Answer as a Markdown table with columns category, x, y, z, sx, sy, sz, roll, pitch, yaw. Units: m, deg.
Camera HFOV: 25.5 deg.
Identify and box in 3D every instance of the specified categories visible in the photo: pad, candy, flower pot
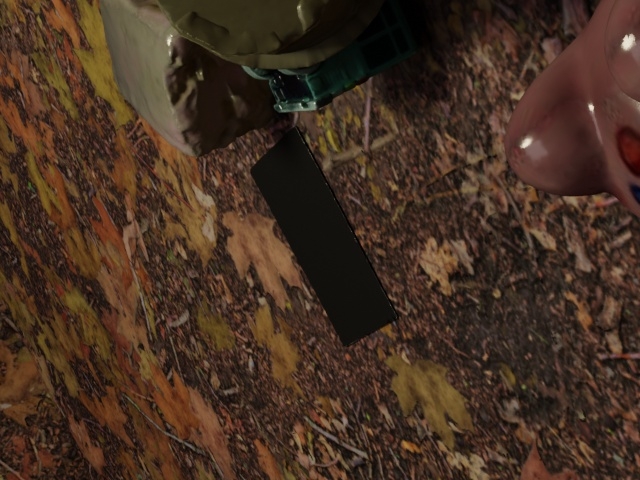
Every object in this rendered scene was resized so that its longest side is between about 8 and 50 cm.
| category | x | y | z | sx | sy | sz | roll | pitch | yaw |
| --- | --- | --- | --- | --- | --- | --- | --- | --- | --- |
| pad | 0.000 | 0.000 | 1.620 | 0.243 | 0.004 | 0.163 | 62 | 154 | 4 |
| candy | -0.145 | -0.214 | 1.545 | 0.195 | 0.137 | 0.185 | 42 | 147 | 42 |
| flower pot | -0.043 | -0.229 | 1.092 | 0.202 | 0.212 | 0.212 | -76 | -34 | -78 |

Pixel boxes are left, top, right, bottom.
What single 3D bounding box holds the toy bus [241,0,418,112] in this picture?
| category | x | y | z | sx | sy | sz | roll | pitch | yaw |
| --- | --- | --- | --- | --- | --- | --- | --- | --- | --- |
| toy bus | -0.026 | -0.255 | 1.271 | 0.256 | 0.147 | 0.128 | 65 | 164 | -12 |

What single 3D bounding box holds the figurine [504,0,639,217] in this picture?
| category | x | y | z | sx | sy | sz | roll | pitch | yaw |
| --- | --- | --- | --- | --- | --- | --- | --- | --- | --- |
| figurine | 0.264 | -0.112 | 0.824 | 0.211 | 0.261 | 0.270 | 35 | 151 | -3 |
